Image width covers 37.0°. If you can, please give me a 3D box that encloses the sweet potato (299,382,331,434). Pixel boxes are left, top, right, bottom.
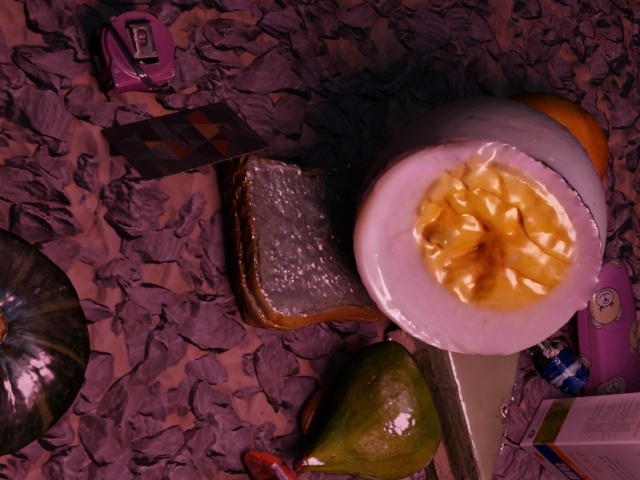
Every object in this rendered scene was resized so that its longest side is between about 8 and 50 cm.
[{"bbox_3d":[-0.008,0.257,1.466,0.034,0.034,0.095,43,54,-15],"label":"sweet potato"}]

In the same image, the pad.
[{"bbox_3d":[-0.197,-0.151,1.418,0.211,0.003,0.143,-20,48,-33],"label":"pad"}]

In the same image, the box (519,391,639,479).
[{"bbox_3d":[0.508,0.354,1.582,0.200,0.299,0.106,43,61,-15],"label":"box"}]

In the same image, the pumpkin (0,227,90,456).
[{"bbox_3d":[-0.432,0.125,1.158,0.300,0.207,0.300,19,57,-32],"label":"pumpkin"}]

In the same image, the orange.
[{"bbox_3d":[0.378,-0.144,1.665,0.240,0.240,0.240,7,75,-28],"label":"orange"}]

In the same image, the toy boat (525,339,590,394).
[{"bbox_3d":[0.327,0.142,1.626,0.291,0.220,0.067,43,94,8],"label":"toy boat"}]

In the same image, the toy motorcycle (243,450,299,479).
[{"bbox_3d":[0.006,0.425,1.376,0.298,0.089,0.171,36,27,-15],"label":"toy motorcycle"}]

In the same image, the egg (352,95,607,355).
[{"bbox_3d":[0.247,-0.052,1.425,0.354,0.354,0.340,51,30,-10],"label":"egg"}]

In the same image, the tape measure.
[{"bbox_3d":[-0.274,-0.273,1.415,0.118,0.074,0.125,-18,90,-33],"label":"tape measure"}]

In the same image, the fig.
[{"bbox_3d":[0.054,0.276,1.425,0.235,0.203,0.203,-24,91,-13],"label":"fig"}]

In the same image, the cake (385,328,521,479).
[{"bbox_3d":[0.189,0.256,1.514,0.172,0.158,0.284,21,72,-23],"label":"cake"}]

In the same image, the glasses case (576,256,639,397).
[{"bbox_3d":[0.515,0.183,1.712,0.123,0.075,0.316,-28,116,-36],"label":"glasses case"}]

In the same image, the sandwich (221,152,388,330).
[{"bbox_3d":[0.000,0.000,1.493,0.301,0.099,0.271,-3,77,-32],"label":"sandwich"}]
